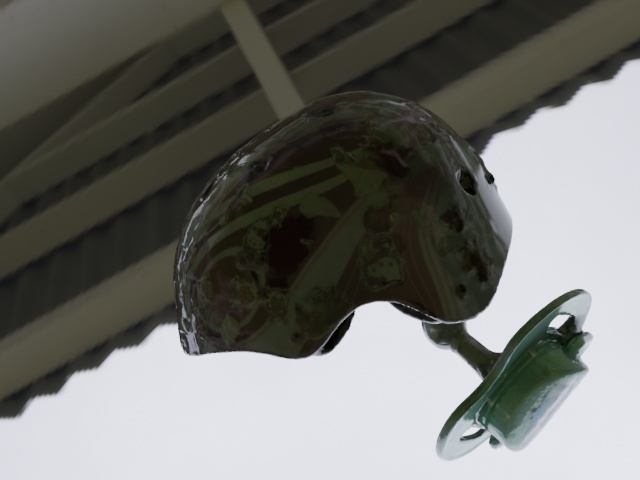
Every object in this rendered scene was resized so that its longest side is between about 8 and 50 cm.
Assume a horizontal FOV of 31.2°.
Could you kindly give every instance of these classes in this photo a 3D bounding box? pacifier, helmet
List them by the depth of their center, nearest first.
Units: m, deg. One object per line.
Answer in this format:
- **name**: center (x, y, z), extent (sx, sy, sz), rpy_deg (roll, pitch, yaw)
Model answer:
- **helmet**: center (0.003, -0.016, 0.570), extent (0.176, 0.107, 0.153), rpy_deg (-13, -163, 6)
- **pacifier**: center (0.120, 0.078, 0.784), extent (0.116, 0.126, 0.150), rpy_deg (43, -66, 29)
